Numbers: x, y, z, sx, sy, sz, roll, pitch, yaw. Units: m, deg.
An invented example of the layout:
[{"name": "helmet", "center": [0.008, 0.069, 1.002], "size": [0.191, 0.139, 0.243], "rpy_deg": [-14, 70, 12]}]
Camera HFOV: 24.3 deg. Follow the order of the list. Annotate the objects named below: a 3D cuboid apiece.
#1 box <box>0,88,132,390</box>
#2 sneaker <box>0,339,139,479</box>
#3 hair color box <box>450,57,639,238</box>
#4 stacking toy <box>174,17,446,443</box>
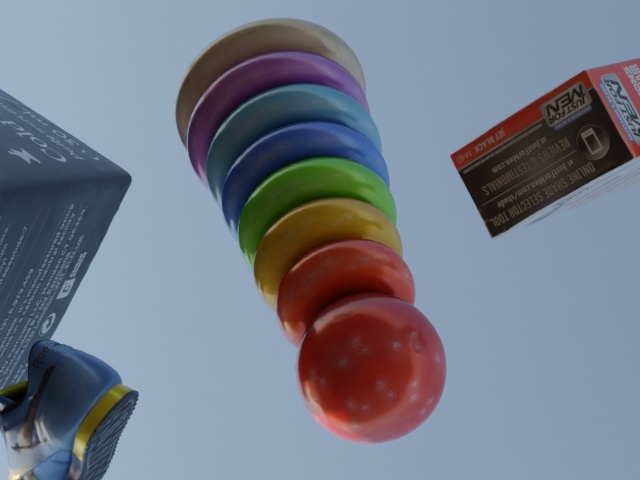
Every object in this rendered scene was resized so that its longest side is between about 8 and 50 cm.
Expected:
[{"name": "box", "center": [-0.475, -0.040, 1.070], "size": [0.480, 0.472, 0.297], "rpy_deg": [33, -76, 10]}, {"name": "sneaker", "center": [-0.191, 0.141, 1.042], "size": [0.082, 0.069, 0.209], "rpy_deg": [36, -43, 7]}, {"name": "hair color box", "center": [0.155, -0.056, 0.787], "size": [0.093, 0.167, 0.053], "rpy_deg": [-32, -98, 37]}, {"name": "stacking toy", "center": [0.000, 0.000, 0.966], "size": [0.141, 0.141, 0.330], "rpy_deg": [-42, -139, 21]}]
